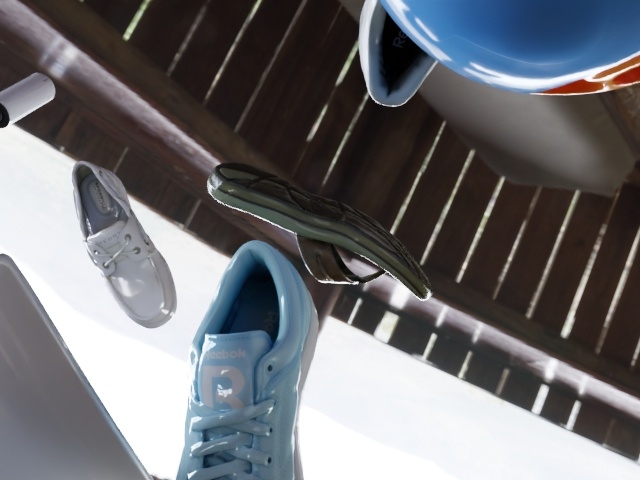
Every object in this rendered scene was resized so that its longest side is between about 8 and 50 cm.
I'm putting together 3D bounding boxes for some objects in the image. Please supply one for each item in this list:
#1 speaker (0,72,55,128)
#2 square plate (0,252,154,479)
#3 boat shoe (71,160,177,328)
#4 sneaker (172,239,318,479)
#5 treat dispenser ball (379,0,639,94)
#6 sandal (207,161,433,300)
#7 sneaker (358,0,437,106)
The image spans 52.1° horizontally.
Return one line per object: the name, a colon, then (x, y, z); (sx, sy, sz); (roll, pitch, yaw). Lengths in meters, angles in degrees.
speaker: (-0.527, -0.246, 1.148); (0.055, 0.136, 0.055); (8, 125, 12)
square plate: (-0.299, 0.239, 0.483); (0.049, 0.347, 0.344); (13, 135, 32)
boat shoe: (-0.306, 0.005, 0.975); (0.277, 0.098, 0.096); (58, 175, 13)
sneaker: (-0.085, 0.159, 0.610); (0.135, 0.366, 0.150); (-8, 140, 13)
treat dispenser ball: (0.157, -0.236, 0.404); (0.288, 0.288, 0.288); (24, 169, 5)
sandal: (-0.001, -0.001, 0.801); (0.303, 0.086, 0.120); (25, -164, -7)
sneaker: (0.110, -0.269, 0.584); (0.122, 0.146, 0.330); (12, 129, 0)
